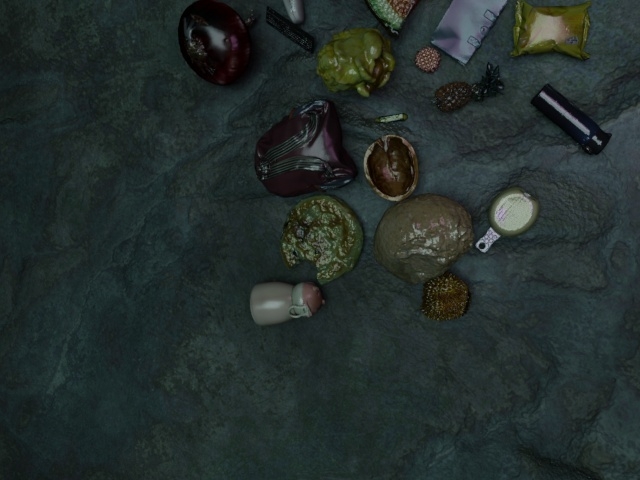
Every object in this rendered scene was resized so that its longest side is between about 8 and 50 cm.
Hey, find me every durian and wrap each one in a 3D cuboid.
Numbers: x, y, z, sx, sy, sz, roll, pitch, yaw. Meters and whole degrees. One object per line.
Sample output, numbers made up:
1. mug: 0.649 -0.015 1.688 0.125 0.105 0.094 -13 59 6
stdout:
1. durian: 0.387 0.173 1.774 0.168 0.137 0.158 -5 116 25

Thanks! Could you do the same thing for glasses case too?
1. glasses case: -0.099 -0.808 1.818 0.059 0.092 0.233 -14 91 17

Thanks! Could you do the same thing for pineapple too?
1. pineapple: 0.434 -0.451 1.708 0.221 0.083 0.103 -16 93 15

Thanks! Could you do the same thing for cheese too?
1. cheese: 0.556 -0.054 1.730 0.137 0.064 0.227 42 105 12

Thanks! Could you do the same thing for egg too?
1. egg: 0.301 -0.009 1.711 0.310 0.279 0.279 -30 88 32

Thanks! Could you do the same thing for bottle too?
1. bottle: 0.718 -0.345 1.642 0.244 0.072 0.082 42 97 8
2. bottle: -0.105 0.204 1.915 0.237 0.147 0.147 -8 94 14

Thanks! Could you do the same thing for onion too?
1. onion: -0.323 -0.652 1.863 0.273 0.285 0.273 28 140 27

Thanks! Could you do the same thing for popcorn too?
1. popcorn: 0.106 -0.537 1.720 0.255 0.256 0.194 30 128 52

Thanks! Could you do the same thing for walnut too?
1. walnut: 0.224 -0.227 1.794 0.167 0.087 0.211 -11 95 11

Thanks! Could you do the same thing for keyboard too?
1. keyboard: -0.101 -0.679 1.846 0.196 0.074 0.015 37 71 8

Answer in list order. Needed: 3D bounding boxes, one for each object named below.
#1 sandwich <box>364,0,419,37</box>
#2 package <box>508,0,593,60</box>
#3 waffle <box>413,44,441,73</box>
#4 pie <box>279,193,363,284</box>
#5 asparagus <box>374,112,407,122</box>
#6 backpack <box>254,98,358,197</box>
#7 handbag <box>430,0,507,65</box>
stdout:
1. sandwich: 0.215 -0.775 1.726 0.212 0.109 0.292 -41 87 10
2. package: 0.654 -0.596 1.621 0.226 0.090 0.168 4 100 14
3. waffle: 0.331 -0.555 1.754 0.083 0.029 0.075 30 107 8
4. pie: 0.003 -0.007 1.898 0.303 0.067 0.302 2 97 18
5. asparagus: 0.222 -0.385 1.810 0.108 0.021 0.025 -4 96 17
6. backpack: -0.068 -0.274 1.817 0.317 0.197 0.283 -17 93 19
7. handbag: 0.440 -0.652 1.702 0.144 0.057 0.221 33 103 3
